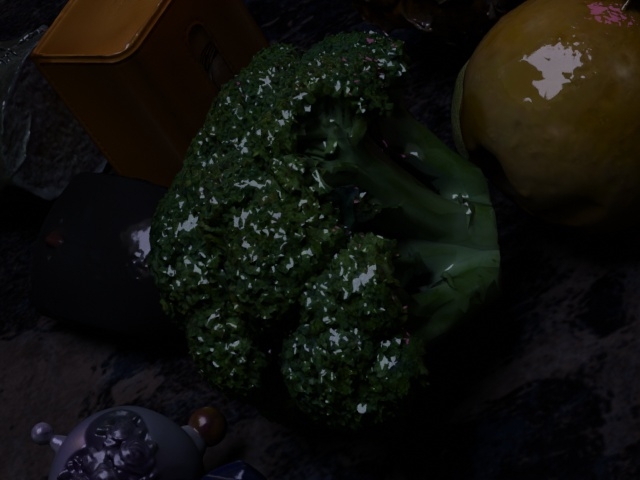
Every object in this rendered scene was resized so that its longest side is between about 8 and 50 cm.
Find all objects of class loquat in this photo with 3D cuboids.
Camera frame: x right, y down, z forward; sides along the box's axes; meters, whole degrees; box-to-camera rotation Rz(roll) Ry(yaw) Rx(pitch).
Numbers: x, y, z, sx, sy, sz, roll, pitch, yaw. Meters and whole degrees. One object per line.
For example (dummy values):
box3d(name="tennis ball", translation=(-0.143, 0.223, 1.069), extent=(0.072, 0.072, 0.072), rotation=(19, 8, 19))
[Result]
box3d(name="loquat", translation=(0.250, -0.125, 1.465), extent=(0.244, 0.244, 0.244), rotation=(-19, 41, 18))

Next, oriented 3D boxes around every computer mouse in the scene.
box3d(name="computer mouse", translation=(-0.211, 0.018, 1.704), extent=(0.269, 0.100, 0.170), rotation=(11, 78, 42))

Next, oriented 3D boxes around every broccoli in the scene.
box3d(name="broccoli", translation=(0.000, -0.009, 1.446), extent=(0.310, 0.321, 0.413), rotation=(-33, 16, 7))

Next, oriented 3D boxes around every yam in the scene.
box3d(name="yam", translation=(-0.405, -0.137, 1.948), extent=(0.271, 0.202, 0.201), rotation=(7, 60, 39))

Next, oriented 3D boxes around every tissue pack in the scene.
box3d(name="tissue pack", translation=(-0.149, -0.170, 1.749), extent=(0.145, 0.274, 0.194), rotation=(5, 53, 36))

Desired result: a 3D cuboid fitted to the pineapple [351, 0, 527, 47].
box3d(name="pineapple", translation=(0.150, -0.376, 1.701), extent=(0.300, 0.352, 0.352), rotation=(-10, 45, 28))

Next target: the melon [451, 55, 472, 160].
box3d(name="melon", translation=(0.191, -0.139, 1.636), extent=(0.160, 0.079, 0.128), rotation=(-9, 44, 27))

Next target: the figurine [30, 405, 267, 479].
box3d(name="figurine", translation=(-0.134, 0.244, 1.438), extent=(0.194, 0.133, 0.274), rotation=(-42, 50, -9))
